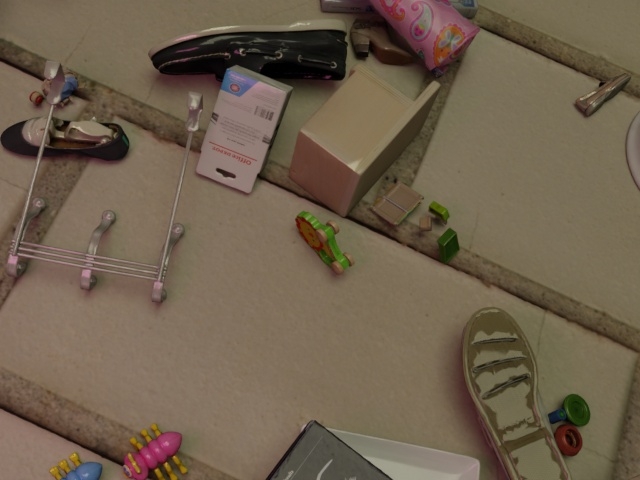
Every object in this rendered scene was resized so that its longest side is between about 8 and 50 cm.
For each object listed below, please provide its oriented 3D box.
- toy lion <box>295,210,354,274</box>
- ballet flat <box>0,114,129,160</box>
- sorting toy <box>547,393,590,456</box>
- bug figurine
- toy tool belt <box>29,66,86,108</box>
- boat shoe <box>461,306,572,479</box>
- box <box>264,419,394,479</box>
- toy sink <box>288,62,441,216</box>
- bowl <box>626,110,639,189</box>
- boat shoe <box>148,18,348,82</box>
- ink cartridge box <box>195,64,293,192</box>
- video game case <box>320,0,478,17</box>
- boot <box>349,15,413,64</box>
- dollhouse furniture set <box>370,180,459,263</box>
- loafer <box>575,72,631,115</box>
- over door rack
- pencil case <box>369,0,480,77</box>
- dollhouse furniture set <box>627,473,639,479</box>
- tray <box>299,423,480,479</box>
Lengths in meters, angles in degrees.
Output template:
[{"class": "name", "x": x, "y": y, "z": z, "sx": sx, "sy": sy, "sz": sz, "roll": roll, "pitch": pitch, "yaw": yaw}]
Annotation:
[{"class": "toy lion", "x": 0.000, "y": 0.000, "z": 1.349, "sx": 0.034, "sy": 0.096, "sz": 0.100, "roll": -37, "pitch": 117, "yaw": -22}, {"class": "ballet flat", "x": -0.408, "y": -0.170, "z": 1.358, "sx": 0.203, "sy": 0.074, "sz": 0.074, "roll": 5, "pitch": 65, "yaw": -7}, {"class": "sorting toy", "x": 0.373, "y": 0.283, "z": 1.309, "sx": 0.061, "sy": 0.042, "sz": 0.102, "roll": 35, "pitch": 52, "yaw": -10}, {"class": "bug figurine", "x": -0.236, "y": 0.371, "z": 1.141, "sx": 0.216, "sy": 0.072, "sz": 0.279, "roll": -38, "pitch": 77, "yaw": -23}, {"class": "toy tool belt", "x": -0.429, "y": -0.244, "z": 1.398, "sx": 0.051, "sy": 0.052, "sz": 0.083, "roll": 36, "pitch": 65, "yaw": 17}, {"class": "boat shoe", "x": 0.279, "y": 0.252, "z": 1.267, "sx": 0.113, "sy": 0.103, "sz": 0.302, "roll": -13, "pitch": 69, "yaw": -1}, {"class": "box", "x": 0.020, "y": 0.366, "z": 1.134, "sx": 0.207, "sy": 0.108, "sz": 0.153, "roll": 37, "pitch": 66, "yaw": 8}, {"class": "toy sink", "x": 0.068, "y": -0.184, "z": 1.402, "sx": 0.131, "sy": 0.153, "sz": 0.234, "roll": 38, "pitch": 66, "yaw": 8}, {"class": "bowl", "x": 0.712, "y": -0.165, "z": 1.515, "sx": 0.298, "sy": 0.134, "sz": 0.297, "roll": 3, "pitch": 66, "yaw": -8}, {"class": "boat shoe", "x": -0.113, "y": -0.296, "z": 1.441, "sx": 0.340, "sy": 0.127, "sz": 0.113, "roll": -9, "pitch": 88, "yaw": -18}, {"class": "ink cartridge box", "x": -0.125, "y": -0.181, "z": 1.386, "sx": 0.104, "sy": 0.180, "sz": 0.060, "roll": 22, "pitch": 20, "yaw": 0}, {"class": "video game case", "x": 0.138, "y": -0.578, "z": 1.656, "sx": 0.300, "sy": 0.036, "sz": 0.328, "roll": 0, "pitch": 66, "yaw": -10}, {"class": "boot", "x": 0.112, "y": -0.369, "z": 1.554, "sx": 0.119, "sy": 0.042, "sz": 0.087, "roll": 9, "pitch": 63, "yaw": -6}, {"class": "dollhouse furniture set", "x": 0.163, "y": -0.029, "z": 1.419, "sx": 0.152, "sy": 0.058, "sz": 0.076, "roll": 36, "pitch": 71, "yaw": 28}, {"class": "loafer", "x": 0.526, "y": -0.280, "z": 1.586, "sx": 0.125, "sy": 0.045, "sz": 0.039, "roll": -38, "pitch": 70, "yaw": -20}, {"class": "over door rack", "x": -0.320, "y": -0.083, "z": 1.297, "sx": 0.240, "sy": 0.108, "sz": 0.324, "roll": 11, "pitch": 85, "yaw": -5}, {"class": "pencil case", "x": 0.151, "y": -0.427, "z": 1.516, "sx": 0.284, "sy": 0.124, "sz": 0.124, "roll": 47, "pitch": 66, "yaw": -3}, {"class": "dollhouse furniture set", "x": 0.433, "y": 0.440, "z": 1.193, "sx": 0.129, "sy": 0.129, "sz": 0.183, "roll": -18, "pitch": 69, "yaw": -17}, {"class": "tray", "x": 0.091, "y": 0.361, "z": 1.225, "sx": 0.270, "sy": 0.030, "sz": 0.145, "roll": 12, "pitch": 64, "yaw": -4}]
